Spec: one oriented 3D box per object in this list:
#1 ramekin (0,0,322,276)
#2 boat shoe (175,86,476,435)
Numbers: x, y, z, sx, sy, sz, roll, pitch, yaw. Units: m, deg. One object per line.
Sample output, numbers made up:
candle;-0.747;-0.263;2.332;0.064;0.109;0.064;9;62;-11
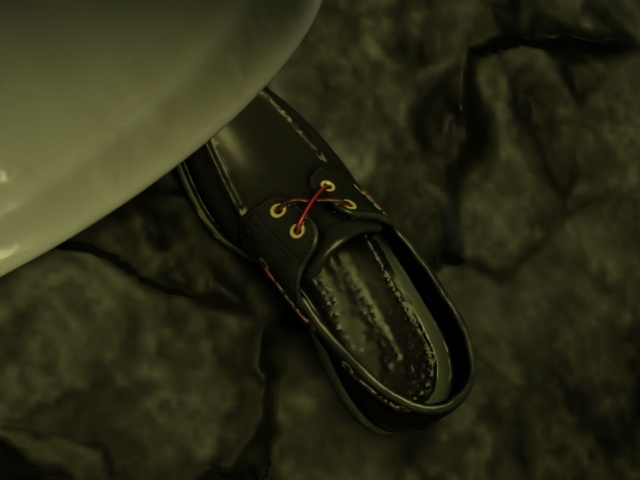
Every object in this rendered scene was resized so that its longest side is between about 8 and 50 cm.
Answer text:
ramekin;-0.113;-0.060;0.474;0.207;0.207;0.109;-24;77;-26
boat shoe;0.001;-0.001;0.592;0.049;0.042;0.133;-34;89;-24
